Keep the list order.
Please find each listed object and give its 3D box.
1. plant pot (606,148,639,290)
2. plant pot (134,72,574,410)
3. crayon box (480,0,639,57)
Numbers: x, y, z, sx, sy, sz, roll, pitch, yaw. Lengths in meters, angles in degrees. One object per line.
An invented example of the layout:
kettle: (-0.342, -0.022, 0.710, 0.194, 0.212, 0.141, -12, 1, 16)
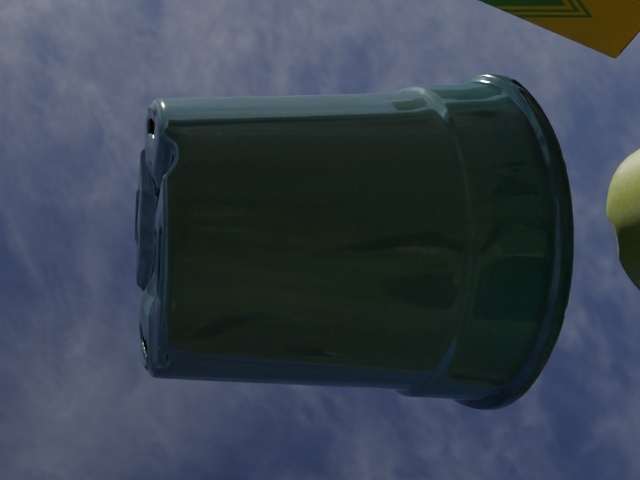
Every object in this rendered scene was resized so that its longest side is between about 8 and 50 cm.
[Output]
plant pot: (0.414, -0.040, 0.725, 0.276, 0.254, 0.276, 7, -108, -23)
plant pot: (0.000, 0.000, 0.779, 0.334, 0.341, 0.341, 0, -104, -17)
crayon box: (0.272, -0.342, 0.947, 0.323, 0.083, 0.203, 20, -127, -7)
